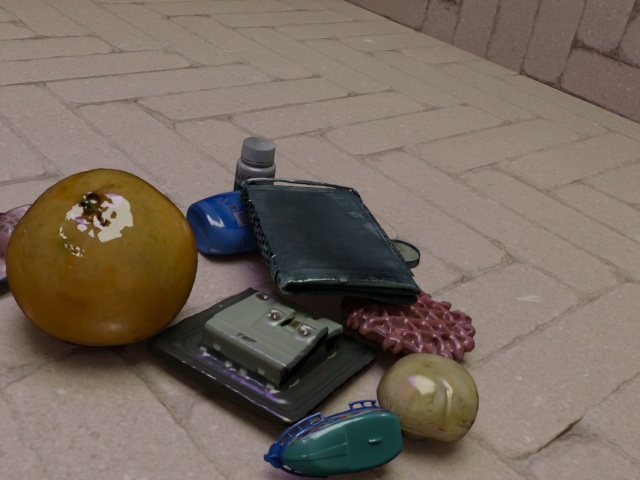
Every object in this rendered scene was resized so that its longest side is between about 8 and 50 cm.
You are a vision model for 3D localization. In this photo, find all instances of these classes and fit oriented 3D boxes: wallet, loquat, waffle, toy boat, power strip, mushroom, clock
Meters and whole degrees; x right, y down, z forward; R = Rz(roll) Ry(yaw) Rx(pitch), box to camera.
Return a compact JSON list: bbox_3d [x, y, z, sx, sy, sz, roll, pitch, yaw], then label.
[{"bbox_3d":[0.000,0.000,1.241,0.237,0.075,0.342,5,29,-22],"label":"wallet"},{"bbox_3d":[-0.306,0.030,1.060,0.262,0.263,0.263,8,30,-5],"label":"loquat"},{"bbox_3d":[0.140,0.127,1.187,0.221,0.056,0.234,23,23,14],"label":"waffle"},{"bbox_3d":[0.007,0.255,0.944,0.174,0.091,0.110,-7,1,-23],"label":"toy boat"},{"bbox_3d":[-0.074,0.141,1.081,0.256,0.092,0.251,24,33,24],"label":"power strip"},{"bbox_3d":[0.145,0.213,1.011,0.147,0.112,0.148,10,28,-5],"label":"mushroom"},{"bbox_3d":[0.151,0.025,1.431,0.085,0.017,0.085,8,30,-5],"label":"clock"}]

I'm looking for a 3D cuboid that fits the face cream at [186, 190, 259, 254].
[{"bbox_3d":[-0.113,-0.044,1.392,0.263,0.083,0.149,-11,44,-34],"label":"face cream"}]

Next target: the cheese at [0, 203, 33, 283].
[{"bbox_3d":[-0.481,0.012,1.185,0.188,0.074,0.286,23,35,20],"label":"cheese"}]

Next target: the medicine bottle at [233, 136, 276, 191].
[{"bbox_3d":[-0.131,-0.136,1.500,0.080,0.130,0.080,8,30,-5],"label":"medicine bottle"}]
